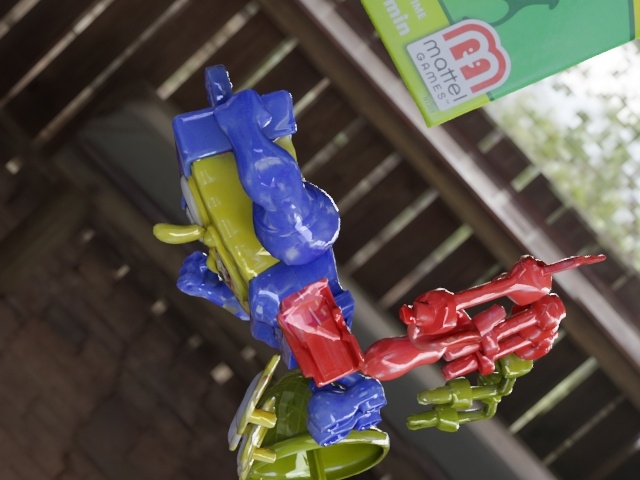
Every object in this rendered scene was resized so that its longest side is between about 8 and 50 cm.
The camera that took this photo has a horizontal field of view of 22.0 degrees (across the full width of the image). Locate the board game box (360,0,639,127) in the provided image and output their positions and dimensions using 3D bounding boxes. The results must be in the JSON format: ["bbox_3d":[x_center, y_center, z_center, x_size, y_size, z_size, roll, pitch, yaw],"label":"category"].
[{"bbox_3d":[0.088,-0.107,0.394,0.092,0.181,0.043,60,21,-20],"label":"board game box"}]

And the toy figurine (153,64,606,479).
[{"bbox_3d":[0.000,0.000,0.914,0.362,0.191,0.217,91,-26,-73],"label":"toy figurine"}]
